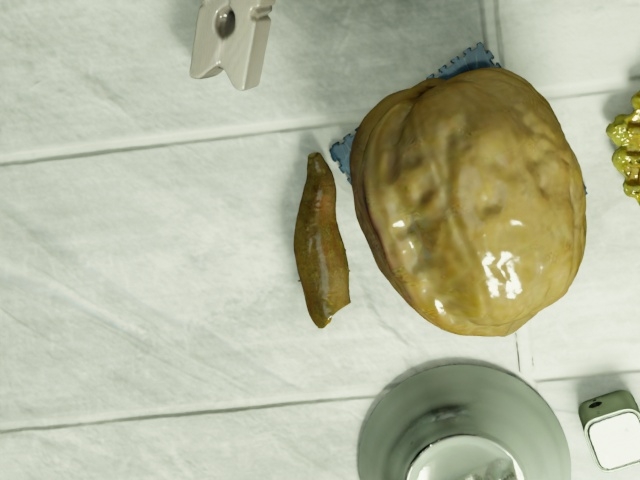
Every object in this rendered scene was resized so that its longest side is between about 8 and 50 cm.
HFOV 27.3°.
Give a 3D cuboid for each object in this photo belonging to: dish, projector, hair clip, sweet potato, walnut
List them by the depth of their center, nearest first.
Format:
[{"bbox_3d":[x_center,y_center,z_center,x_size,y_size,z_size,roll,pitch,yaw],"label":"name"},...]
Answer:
[{"bbox_3d":[0.192,-0.041,1.676,0.306,0.306,0.343,-13,99,8],"label":"walnut"},{"bbox_3d":[-0.100,-0.369,1.757,0.101,0.085,0.330,14,108,13],"label":"hair clip"},{"bbox_3d":[0.000,0.000,1.838,0.077,0.077,0.243,-6,89,7],"label":"sweet potato"},{"bbox_3d":[0.412,0.266,1.845,0.083,0.082,0.083,-19,100,9],"label":"projector"},{"bbox_3d":[0.204,0.338,1.869,0.317,0.106,0.316,1,102,5],"label":"dish"}]

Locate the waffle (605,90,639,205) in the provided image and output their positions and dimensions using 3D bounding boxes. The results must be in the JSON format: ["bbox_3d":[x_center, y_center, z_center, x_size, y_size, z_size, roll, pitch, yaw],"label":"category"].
[{"bbox_3d":[0.531,-0.126,1.764,0.291,0.051,0.291,1,104,5],"label":"waffle"}]

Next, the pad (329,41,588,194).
[{"bbox_3d":[0.190,-0.095,1.826,0.269,0.012,0.269,-37,97,12],"label":"pad"}]
